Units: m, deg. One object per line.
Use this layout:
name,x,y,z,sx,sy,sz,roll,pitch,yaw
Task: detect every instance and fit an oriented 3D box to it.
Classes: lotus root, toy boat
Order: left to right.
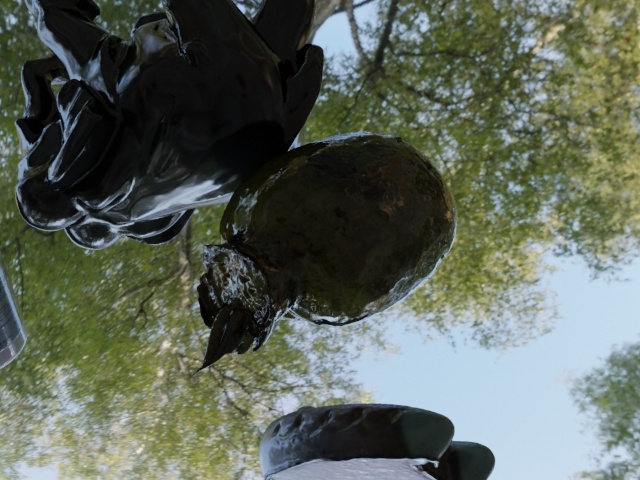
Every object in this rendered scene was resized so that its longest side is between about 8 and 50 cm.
lotus root,0.000,-0.002,0.534,0.278,0.154,0.154,-29,-91,-43
toy boat,0.042,0.193,0.660,0.155,0.227,0.085,39,-134,-41

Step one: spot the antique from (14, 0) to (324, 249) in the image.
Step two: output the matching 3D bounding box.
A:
antique,-0.152,-0.135,0.656,0.185,0.322,0.255,44,-142,-64

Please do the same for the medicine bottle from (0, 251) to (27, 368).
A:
medicine bottle,-0.380,0.047,0.722,0.103,0.186,0.102,1,-143,0
